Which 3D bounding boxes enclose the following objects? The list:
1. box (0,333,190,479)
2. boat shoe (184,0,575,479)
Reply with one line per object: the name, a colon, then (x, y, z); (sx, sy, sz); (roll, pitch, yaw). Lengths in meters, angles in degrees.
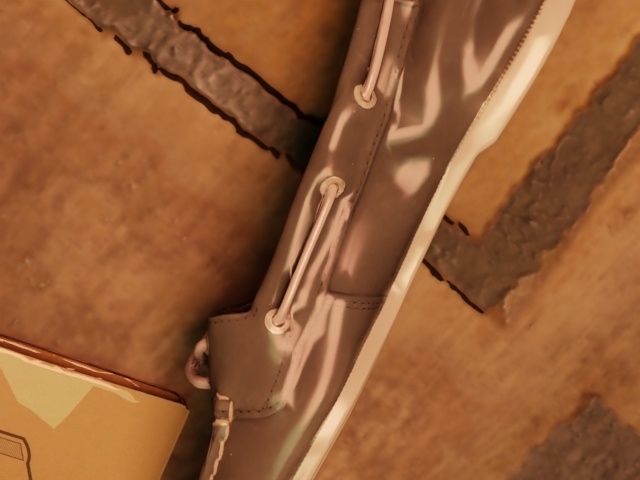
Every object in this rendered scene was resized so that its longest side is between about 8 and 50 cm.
box: (-0.176, 0.141, 0.741); (0.164, 0.021, 0.201); (20, 101, -18)
boat shoe: (0.000, 0.000, 0.706); (0.095, 0.112, 0.335); (28, 92, -2)
